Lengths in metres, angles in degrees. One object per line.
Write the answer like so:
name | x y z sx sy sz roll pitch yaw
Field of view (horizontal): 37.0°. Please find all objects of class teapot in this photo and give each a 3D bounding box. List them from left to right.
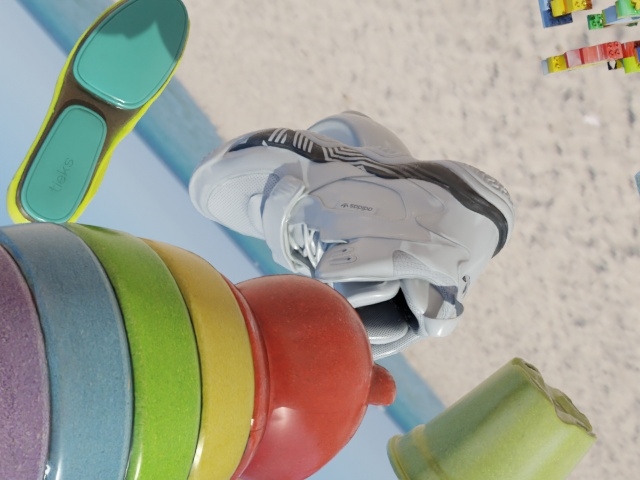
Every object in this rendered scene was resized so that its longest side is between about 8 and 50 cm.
teapot | 0.060 -0.052 1.366 0.187 0.256 0.252 18 -175 -36

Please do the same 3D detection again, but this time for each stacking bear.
stacking bear | -0.094 0.074 0.468 0.289 0.164 0.175 1 -168 -42

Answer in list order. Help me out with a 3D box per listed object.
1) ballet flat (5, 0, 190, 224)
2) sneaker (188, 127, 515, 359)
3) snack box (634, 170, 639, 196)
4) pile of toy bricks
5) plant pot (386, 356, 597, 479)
ballet flat | -0.185 -0.105 0.775 0.077 0.231 0.077 33 161 -19
sneaker | 0.000 0.000 0.983 0.366 0.210 0.137 9 132 20
snack box | 0.464 0.026 1.103 0.187 0.060 0.322 114 151 -66
pile of toy bricks | 0.324 -0.230 0.948 0.105 0.212 0.118 -2 100 67
plant pot | 0.292 0.336 1.537 0.276 0.254 0.276 41 -168 -10
